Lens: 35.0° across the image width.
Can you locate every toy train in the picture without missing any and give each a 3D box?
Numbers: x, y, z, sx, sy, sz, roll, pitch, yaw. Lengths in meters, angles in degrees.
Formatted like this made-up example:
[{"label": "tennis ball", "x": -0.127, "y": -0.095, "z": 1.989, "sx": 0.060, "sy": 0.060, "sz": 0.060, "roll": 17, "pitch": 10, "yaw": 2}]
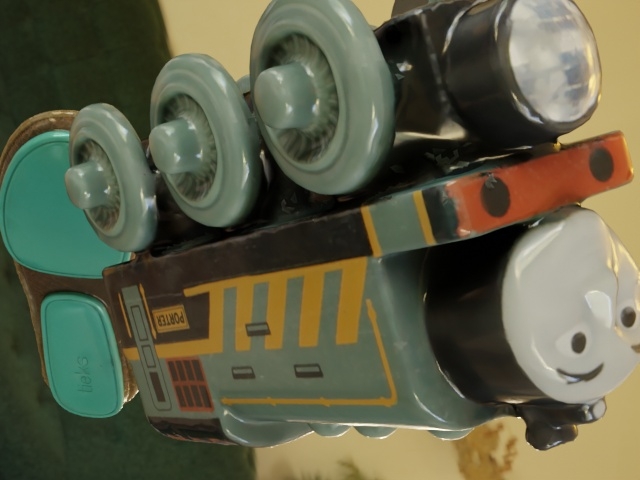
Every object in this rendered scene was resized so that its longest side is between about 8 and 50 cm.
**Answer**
[{"label": "toy train", "x": 0.000, "y": 0.000, "z": 0.468, "sx": 0.334, "sy": 0.142, "sz": 0.190, "roll": -12, "pitch": -85, "yaw": 53}]

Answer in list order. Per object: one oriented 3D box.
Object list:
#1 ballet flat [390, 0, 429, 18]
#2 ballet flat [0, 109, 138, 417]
[{"label": "ballet flat", "x": 0.119, "y": -0.247, "z": 0.747, "sx": 0.084, "sy": 0.058, "sz": 0.250, "roll": 35, "pitch": -52, "yaw": 23}, {"label": "ballet flat", "x": -0.185, "y": 0.003, "z": 0.824, "sx": 0.342, "sy": 0.116, "sz": 0.124, "roll": 93, "pitch": 3, "yaw": -45}]
